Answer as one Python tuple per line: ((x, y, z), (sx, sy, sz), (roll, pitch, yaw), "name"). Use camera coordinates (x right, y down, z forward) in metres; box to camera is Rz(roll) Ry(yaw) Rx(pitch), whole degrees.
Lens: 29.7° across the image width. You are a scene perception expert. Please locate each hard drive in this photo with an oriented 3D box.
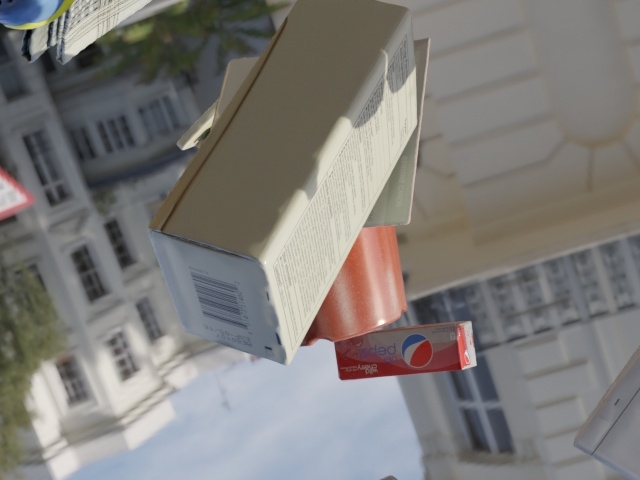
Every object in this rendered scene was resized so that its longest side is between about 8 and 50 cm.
((0.637, 0.344, 2.013), (0.233, 0.353, 0.047), (-62, 175, 24), "hard drive")

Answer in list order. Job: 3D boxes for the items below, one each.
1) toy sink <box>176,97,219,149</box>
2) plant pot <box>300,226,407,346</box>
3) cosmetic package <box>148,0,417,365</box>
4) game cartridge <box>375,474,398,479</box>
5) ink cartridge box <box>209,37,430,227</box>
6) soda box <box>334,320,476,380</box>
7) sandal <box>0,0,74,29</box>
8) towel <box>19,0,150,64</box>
((-0.113, -0.183, 2.067), (0.153, 0.131, 0.234), (-43, 176, 22), "toy sink")
((0.000, 0.000, 1.755), (0.272, 0.265, 0.272), (-14, -172, 2), "plant pot")
((-0.021, -0.063, 1.084), (0.113, 0.160, 0.309), (16, -125, 19), "cosmetic package")
((0.148, 0.513, 2.123), (0.060, 0.196, 0.294), (-20, 176, -7), "game cartridge")
((-0.005, -0.095, 1.282), (0.239, 0.060, 0.275), (-3, -130, 16), "ink cartridge box")
((0.161, 0.213, 2.319), (0.263, 0.092, 0.083), (-9, 177, 27), "soda box")
((-0.272, -0.343, 1.042), (0.126, 0.317, 0.138), (-3, 178, 17), "sandal")
((-0.292, -0.396, 1.765), (0.324, 0.056, 0.312), (-38, 177, -26), "towel")
